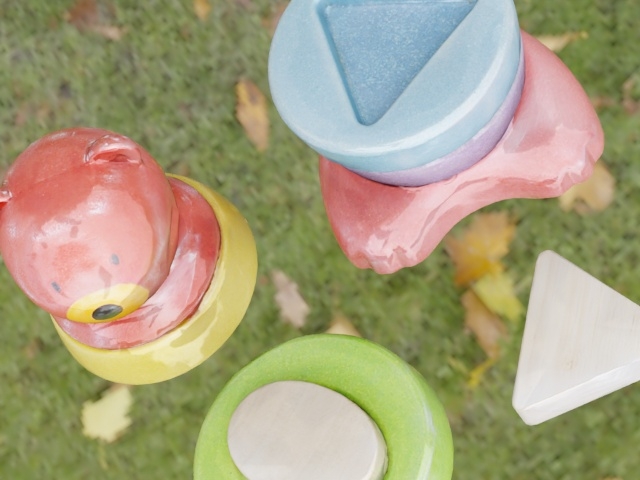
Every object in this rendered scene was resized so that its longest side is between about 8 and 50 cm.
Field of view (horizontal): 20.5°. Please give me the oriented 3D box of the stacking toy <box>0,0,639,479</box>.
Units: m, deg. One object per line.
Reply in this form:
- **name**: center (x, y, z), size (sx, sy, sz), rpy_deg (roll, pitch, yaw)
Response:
- **stacking toy**: center (0.000, 0.000, 0.868), size (0.309, 0.279, 0.130), rpy_deg (-34, 145, 4)
